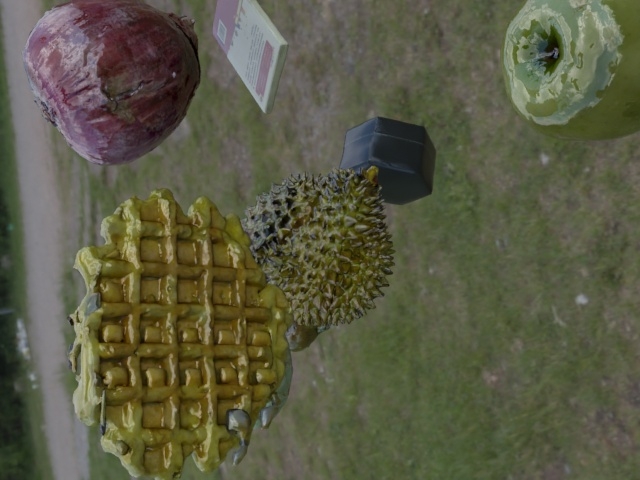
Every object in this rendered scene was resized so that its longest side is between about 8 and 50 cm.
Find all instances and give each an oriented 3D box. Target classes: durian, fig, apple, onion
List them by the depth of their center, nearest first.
[{"bbox_3d":[-0.249,-0.244,1.140,0.120,0.283,0.227,-2,126,47],"label":"onion"},{"bbox_3d":[0.411,-0.272,1.235,0.279,0.279,0.279,30,125,56],"label":"apple"},{"bbox_3d":[-0.003,0.010,1.333,0.293,0.258,0.258,-25,76,43],"label":"durian"},{"bbox_3d":[-0.035,0.187,1.706,0.084,0.098,0.082,115,149,-63],"label":"fig"}]

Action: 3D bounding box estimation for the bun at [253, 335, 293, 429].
[{"bbox_3d":[-0.107,0.232,1.459,0.195,0.118,0.195,-174,90,-87],"label":"bun"}]

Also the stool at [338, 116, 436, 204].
[{"bbox_3d":[0.163,-0.188,2.005,0.232,0.232,0.141,-36,40,60],"label":"stool"}]

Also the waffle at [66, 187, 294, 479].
[{"bbox_3d":[-0.140,0.088,0.830,0.262,0.280,0.060,51,139,-11],"label":"waffle"}]

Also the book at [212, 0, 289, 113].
[{"bbox_3d":[-0.133,-0.367,1.524,0.232,0.022,0.162,56,149,27],"label":"book"}]
